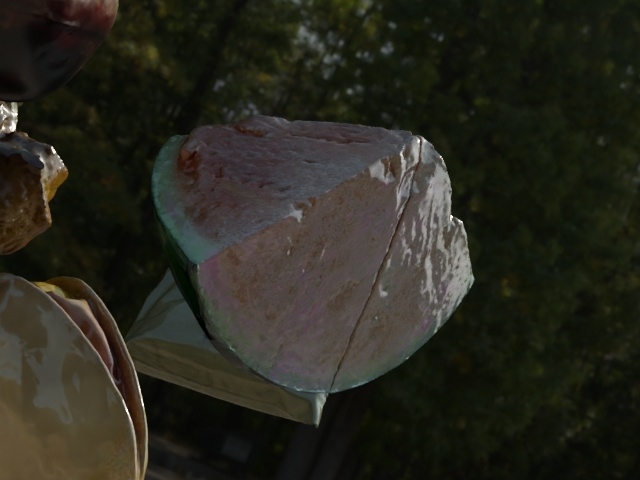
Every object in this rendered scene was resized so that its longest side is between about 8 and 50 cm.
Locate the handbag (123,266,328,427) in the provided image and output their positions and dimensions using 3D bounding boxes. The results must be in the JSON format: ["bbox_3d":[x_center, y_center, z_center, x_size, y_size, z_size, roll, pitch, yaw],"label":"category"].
[{"bbox_3d":[-0.118,0.133,1.748,0.315,0.253,0.109,13,-46,11],"label":"handbag"}]

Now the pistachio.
[{"bbox_3d":[-0.300,0.187,1.325,0.230,0.309,0.230,-17,-14,-4],"label":"pistachio"}]

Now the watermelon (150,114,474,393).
[{"bbox_3d":[-0.033,0.000,1.170,0.222,0.319,0.292,32,-31,35],"label":"watermelon"}]

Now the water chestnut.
[{"bbox_3d":[-0.337,-0.296,1.093,0.350,0.302,0.350,22,9,-4],"label":"water chestnut"}]

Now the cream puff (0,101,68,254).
[{"bbox_3d":[-0.429,-0.073,1.390,0.269,0.241,0.155,-11,-28,-30],"label":"cream puff"}]

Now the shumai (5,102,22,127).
[{"bbox_3d":[-0.703,-0.266,2.232,0.314,0.267,0.262,25,21,34],"label":"shumai"}]
